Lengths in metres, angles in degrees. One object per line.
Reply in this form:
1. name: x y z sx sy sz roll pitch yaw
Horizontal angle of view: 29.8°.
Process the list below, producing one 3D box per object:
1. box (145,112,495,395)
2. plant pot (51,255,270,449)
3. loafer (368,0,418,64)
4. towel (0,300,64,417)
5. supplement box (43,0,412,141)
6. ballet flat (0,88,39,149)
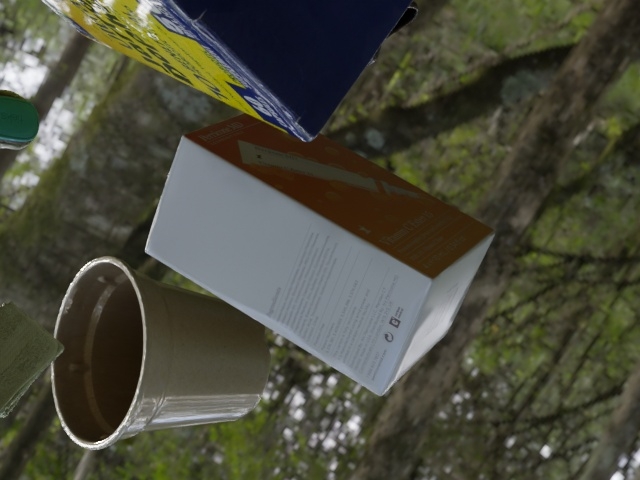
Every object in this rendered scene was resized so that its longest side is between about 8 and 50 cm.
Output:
1. box: 0.000 0.000 1.460 0.345 0.168 0.215 30 -153 16
2. plant pot: -0.271 0.210 2.170 0.305 0.334 0.334 9 -149 -38
3. loafer: 0.055 -0.270 1.521 0.095 0.109 0.302 38 -143 -5
4. towel: -0.418 0.155 1.575 0.110 0.027 0.148 36 -129 1
5. supplement box: -0.113 -0.254 0.976 0.356 0.195 0.194 29 172 44
6. ballet flat: -0.266 -0.090 0.838 0.052 0.057 0.168 -2 171 27
